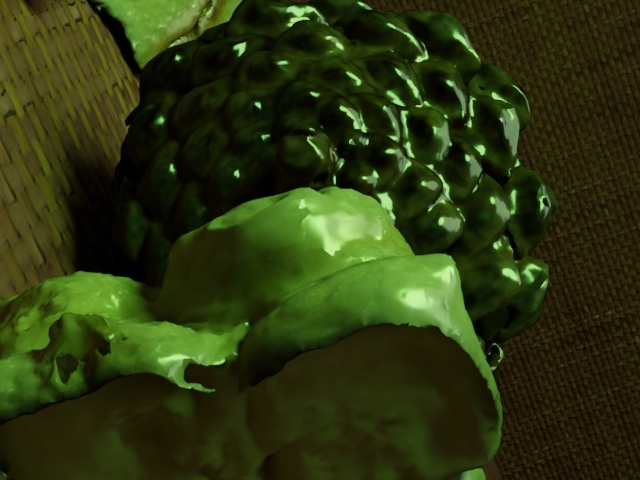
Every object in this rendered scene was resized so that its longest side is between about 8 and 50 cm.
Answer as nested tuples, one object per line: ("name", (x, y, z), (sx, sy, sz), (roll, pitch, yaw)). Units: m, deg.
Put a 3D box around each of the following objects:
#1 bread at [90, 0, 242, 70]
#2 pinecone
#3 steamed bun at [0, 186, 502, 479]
("bread", (-0.139, -0.197, 0.869), (0.178, 0.135, 0.240), (-65, 147, -29))
("pinecone", (-0.006, -0.008, 0.618), (0.257, 0.243, 0.244), (-16, -85, 68))
("steamed bun", (-0.026, 0.067, 0.431), (0.106, 0.177, 0.192), (-106, 176, -52))
